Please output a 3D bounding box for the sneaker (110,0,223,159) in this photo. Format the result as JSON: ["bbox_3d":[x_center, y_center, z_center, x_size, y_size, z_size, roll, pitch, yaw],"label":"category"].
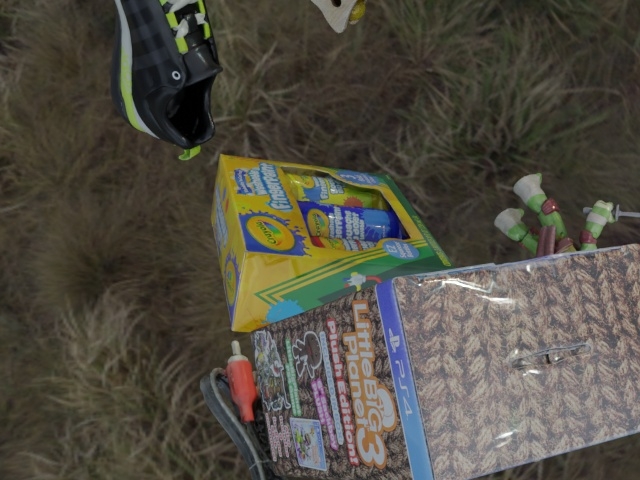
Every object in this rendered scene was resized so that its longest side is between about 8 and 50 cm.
[{"bbox_3d":[-0.105,-0.166,0.640,0.097,0.084,0.235,36,142,24],"label":"sneaker"}]

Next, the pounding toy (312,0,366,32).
[{"bbox_3d":[0.105,-0.506,1.477,0.154,0.155,0.270,36,128,6],"label":"pounding toy"}]

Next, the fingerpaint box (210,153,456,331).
[{"bbox_3d":[0.000,0.000,1.565,0.445,0.370,0.163,-113,31,-62],"label":"fingerpaint box"}]

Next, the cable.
[{"bbox_3d":[-0.068,0.247,1.024,0.072,0.139,0.287,-48,40,28],"label":"cable"}]

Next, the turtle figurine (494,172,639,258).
[{"bbox_3d":[0.472,0.004,1.540,0.274,0.198,0.266,-32,58,-6],"label":"turtle figurine"}]

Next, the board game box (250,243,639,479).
[{"bbox_3d":[0.104,0.112,0.718,0.291,0.232,0.141,-29,70,62],"label":"board game box"}]
